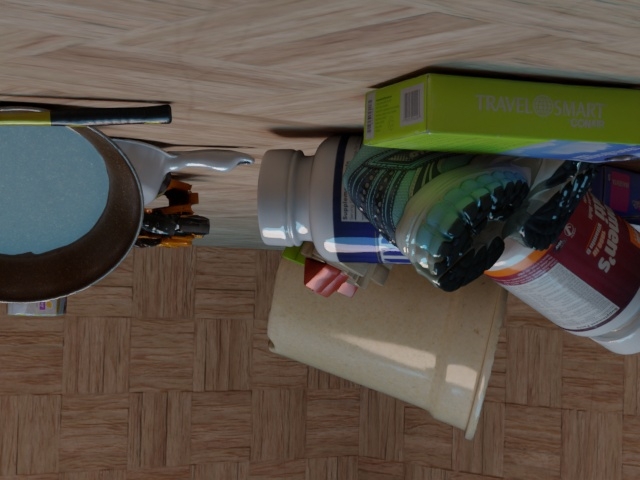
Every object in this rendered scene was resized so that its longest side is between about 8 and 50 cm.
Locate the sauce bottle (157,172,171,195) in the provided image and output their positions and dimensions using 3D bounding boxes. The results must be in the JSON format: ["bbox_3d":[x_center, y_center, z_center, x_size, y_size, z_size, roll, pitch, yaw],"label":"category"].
[{"bbox_3d":[-0.175,-0.065,1.489,0.042,0.042,0.128,2,179,-7],"label":"sauce bottle"}]

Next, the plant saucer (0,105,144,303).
[{"bbox_3d":[-0.242,-0.034,1.161,0.198,0.198,0.036,2,-141,-13],"label":"plant saucer"}]

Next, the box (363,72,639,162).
[{"bbox_3d":[0.130,-0.078,0.950,0.178,0.042,0.109,2,178,-20],"label":"box"}]

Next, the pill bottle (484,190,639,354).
[{"bbox_3d":[0.241,0.018,1.380,0.221,0.121,0.121,33,159,-34],"label":"pill bottle"}]

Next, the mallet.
[{"bbox_3d":[-0.207,-0.089,1.071,0.189,0.039,0.062,-2,177,-14],"label":"mallet"}]

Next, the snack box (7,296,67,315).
[{"bbox_3d":[-0.378,0.015,1.948,0.070,0.174,0.207,1,178,-5],"label":"snack box"}]

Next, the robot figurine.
[{"bbox_3d":[-0.274,-0.037,1.711,0.291,0.085,0.211,3,177,-23],"label":"robot figurine"}]

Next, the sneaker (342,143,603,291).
[{"bbox_3d":[0.123,-0.058,1.085,0.122,0.110,0.283,37,-153,22],"label":"sneaker"}]

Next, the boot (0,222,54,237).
[{"bbox_3d":[-0.331,-0.049,1.290,0.246,0.094,0.207,10,171,-20],"label":"boot"}]

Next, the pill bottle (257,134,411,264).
[{"bbox_3d":[0.046,-0.035,1.235,0.186,0.112,0.112,1,178,11],"label":"pill bottle"}]

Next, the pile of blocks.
[{"bbox_3d":[0.000,0.000,1.572,0.149,0.112,0.362,24,174,8],"label":"pile of blocks"}]

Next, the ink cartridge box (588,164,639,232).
[{"bbox_3d":[0.259,-0.040,1.559,0.311,0.065,0.186,3,177,41],"label":"ink cartridge box"}]

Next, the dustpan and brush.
[{"bbox_3d":[-0.170,-0.069,1.368,0.211,0.060,0.147,8,164,1],"label":"dustpan and brush"}]

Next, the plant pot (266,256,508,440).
[{"bbox_3d":[0.096,0.080,1.994,0.305,0.334,0.334,12,179,5],"label":"plant pot"}]
